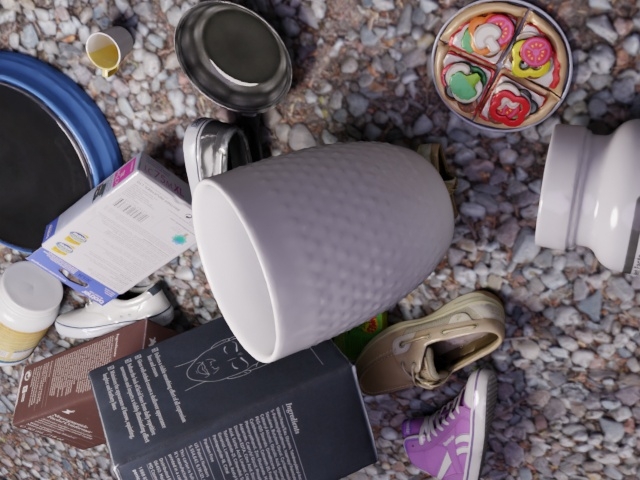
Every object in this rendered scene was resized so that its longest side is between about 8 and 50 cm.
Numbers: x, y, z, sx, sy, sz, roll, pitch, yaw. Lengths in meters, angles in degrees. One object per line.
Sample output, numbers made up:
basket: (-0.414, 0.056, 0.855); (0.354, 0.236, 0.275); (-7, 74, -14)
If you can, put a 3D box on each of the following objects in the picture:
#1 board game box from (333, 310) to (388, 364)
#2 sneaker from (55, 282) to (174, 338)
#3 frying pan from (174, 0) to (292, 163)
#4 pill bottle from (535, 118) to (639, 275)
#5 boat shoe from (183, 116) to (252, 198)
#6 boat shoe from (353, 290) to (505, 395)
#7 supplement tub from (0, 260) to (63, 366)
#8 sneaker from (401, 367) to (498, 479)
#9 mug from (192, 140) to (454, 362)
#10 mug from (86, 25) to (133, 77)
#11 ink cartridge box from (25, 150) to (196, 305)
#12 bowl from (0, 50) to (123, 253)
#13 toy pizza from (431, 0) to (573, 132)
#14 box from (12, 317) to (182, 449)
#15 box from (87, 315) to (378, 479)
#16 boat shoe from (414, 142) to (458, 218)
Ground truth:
board game box: (0.073, 0.180, 1.617); (0.092, 0.043, 0.181); (7, 123, 18)
sneaker: (-0.408, 0.127, 1.765); (0.258, 0.094, 0.091); (-9, 108, 17)
frying pan: (-0.098, -0.236, 1.416); (0.197, 0.053, 0.326); (-13, 125, 36)
pill bottle: (0.481, -0.050, 1.196); (0.362, 0.210, 0.210); (10, 124, 17)
boat shoe: (-0.139, -0.058, 1.497); (0.104, 0.113, 0.306); (15, 126, 31)
boat shoe: (0.176, 0.193, 1.518); (0.302, 0.098, 0.109); (-31, 119, 25)
supplement tub: (-0.612, 0.147, 1.817); (0.144, 0.144, 0.200); (40, 127, -5)
sneaker: (0.223, 0.330, 1.616); (0.161, 0.102, 0.282); (16, 125, 17)
mug: (0.000, 0.000, 1.371); (0.374, 0.328, 0.276); (-23, 88, 67)
mug: (-0.339, -0.312, 1.461); (0.062, 0.064, 0.078); (46, 127, -10)
ink cartridge box: (-0.350, -0.013, 1.596); (0.311, 0.065, 0.185); (-34, 128, 25)
bowl: (-0.547, -0.146, 1.647); (0.391, 0.077, 0.391); (10, 124, 16)
toy pizza: (0.253, -0.242, 1.279); (0.201, 0.032, 0.201); (11, 124, 16)
box: (-0.410, 0.293, 1.791); (0.381, 0.143, 0.191); (-24, 140, 32)
box: (-0.152, 0.293, 1.516); (0.395, 0.293, 0.212); (-22, 118, -12)
boat shoe: (0.187, -0.088, 1.393); (0.045, 0.050, 0.135); (-11, 116, 34)
